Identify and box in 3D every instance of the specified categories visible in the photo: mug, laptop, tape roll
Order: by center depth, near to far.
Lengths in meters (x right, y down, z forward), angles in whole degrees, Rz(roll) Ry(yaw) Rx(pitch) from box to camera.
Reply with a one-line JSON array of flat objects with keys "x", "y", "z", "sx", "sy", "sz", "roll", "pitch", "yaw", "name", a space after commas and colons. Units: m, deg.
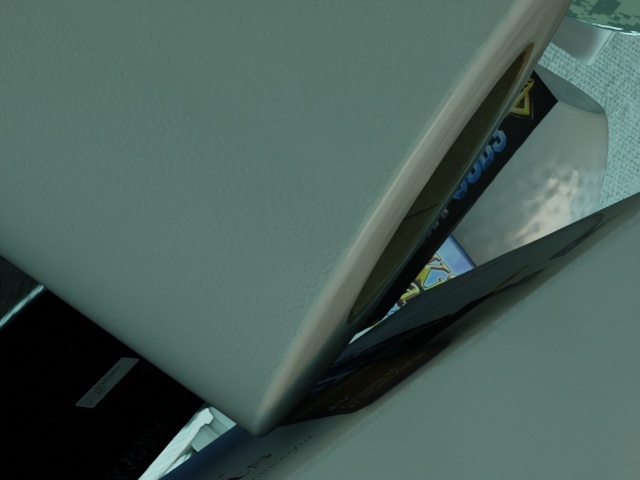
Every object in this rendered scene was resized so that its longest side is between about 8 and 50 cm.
[{"x": -0.021, "y": -0.068, "z": 0.463, "sx": 0.246, "sy": 0.169, "sz": 0.246, "roll": -54, "pitch": 171, "yaw": -12, "name": "tape roll"}, {"x": -0.142, "y": 0.124, "z": 0.602, "sx": 0.234, "sy": 0.264, "sz": 0.136, "roll": -50, "pitch": 128, "yaw": -43, "name": "laptop"}, {"x": 0.180, "y": -0.035, "z": 1.281, "sx": 0.374, "sy": 0.276, "sz": 0.328, "roll": -2, "pitch": 126, "yaw": -52, "name": "mug"}]

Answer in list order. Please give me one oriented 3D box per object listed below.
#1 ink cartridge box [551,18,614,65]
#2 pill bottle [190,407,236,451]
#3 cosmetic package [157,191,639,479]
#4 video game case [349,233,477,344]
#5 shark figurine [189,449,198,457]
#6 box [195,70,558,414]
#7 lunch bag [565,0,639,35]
[{"x": 0.290, "y": -0.342, "z": 1.204, "sx": 0.233, "sy": 0.171, "sz": 0.168, "roll": -53, "pitch": 172, "yaw": -14, "name": "ink cartridge box"}, {"x": -0.064, "y": 0.186, "z": 1.413, "sx": 0.208, "sy": 0.117, "sz": 0.117, "roll": -55, "pitch": 172, "yaw": -6, "name": "pill bottle"}, {"x": 0.001, "y": 0.124, "z": 0.533, "sx": 0.377, "sy": 0.097, "sz": 0.284, "roll": -33, "pitch": 178, "yaw": -26, "name": "cosmetic package"}, {"x": 0.065, "y": 0.115, "z": 1.102, "sx": 0.244, "sy": 0.269, "sz": 0.061, "roll": -38, "pitch": -147, "yaw": 6, "name": "video game case"}, {"x": -0.140, "y": 0.330, "z": 1.572, "sx": 0.166, "sy": 0.116, "sz": 0.278, "roll": -58, "pitch": 174, "yaw": 1, "name": "shark figurine"}, {"x": 0.000, "y": 0.000, "z": 0.859, "sx": 0.293, "sy": 0.073, "sz": 0.295, "roll": -29, "pitch": -167, "yaw": 46, "name": "box"}, {"x": 0.212, "y": -0.310, "z": 0.736, "sx": 0.305, "sy": 0.212, "sz": 0.256, "roll": 107, "pitch": 1, "yaw": -73, "name": "lunch bag"}]
